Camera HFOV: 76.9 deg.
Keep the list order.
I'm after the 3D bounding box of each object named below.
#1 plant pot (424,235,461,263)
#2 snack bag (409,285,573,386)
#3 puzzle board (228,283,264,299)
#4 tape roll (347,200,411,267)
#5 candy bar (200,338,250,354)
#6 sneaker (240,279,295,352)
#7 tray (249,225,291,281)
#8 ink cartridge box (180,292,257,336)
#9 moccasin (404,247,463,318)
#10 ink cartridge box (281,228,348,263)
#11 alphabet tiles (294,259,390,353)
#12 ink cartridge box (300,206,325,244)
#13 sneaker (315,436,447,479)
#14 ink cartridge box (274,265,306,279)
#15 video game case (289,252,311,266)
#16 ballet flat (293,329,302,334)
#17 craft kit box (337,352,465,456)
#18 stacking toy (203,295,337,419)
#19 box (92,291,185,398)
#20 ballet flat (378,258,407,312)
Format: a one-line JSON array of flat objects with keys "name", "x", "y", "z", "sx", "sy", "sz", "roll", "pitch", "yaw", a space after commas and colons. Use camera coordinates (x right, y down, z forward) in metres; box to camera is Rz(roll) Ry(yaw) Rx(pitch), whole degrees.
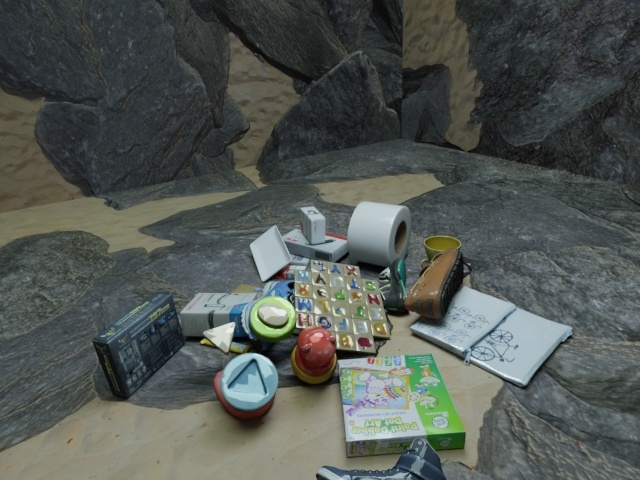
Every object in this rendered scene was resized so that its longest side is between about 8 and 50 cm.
[{"name": "plant pot", "x": 0.463, "y": 0.052, "z": 1.540, "sx": 0.134, "sy": 0.095, "sz": 0.134, "roll": -4, "pitch": 25, "yaw": 2}, {"name": "snack bag", "x": 0.490, "y": 0.256, "z": 1.163, "sx": 0.323, "sy": 0.037, "sz": 0.343, "roll": -23, "pitch": 31, "yaw": -36}, {"name": "puzzle board", "x": -0.262, "y": 0.193, "z": 1.449, "sx": 0.128, "sy": 0.011, "sz": 0.096, "roll": 9, "pitch": 27, "yaw": 25}, {"name": "tape roll", "x": 0.233, "y": -0.024, "z": 1.566, "sx": 0.169, "sy": 0.246, "sz": 0.246, "roll": 10, "pitch": 28, "yaw": 30}, {"name": "candy bar", "x": -0.279, "y": 0.308, "z": 1.192, "sx": 0.162, "sy": 0.018, "sz": 0.040, "roll": 7, "pitch": 27, "yaw": 24}, {"name": "sneaker", "x": -0.127, "y": 0.206, "z": 1.219, "sx": 0.147, "sy": 0.129, "sz": 0.330, "roll": -20, "pitch": 19, "yaw": 21}, {"name": "tray", "x": -0.200, "y": 0.053, "z": 1.630, "sx": 0.145, "sy": 0.030, "sz": 0.270, "roll": -36, "pitch": 37, "yaw": 4}, {"name": "ink cartridge box", "x": -0.313, "y": 0.230, "z": 1.268, "sx": 0.203, "sy": 0.085, "sz": 0.148, "roll": -1, "pitch": 17, "yaw": 7}, {"name": "moccasin", "x": 0.377, "y": 0.128, "z": 1.320, "sx": 0.147, "sy": 0.139, "sz": 0.380, "roll": 2, "pitch": 29, "yaw": 33}, {"name": "ink cartridge box", "x": 0.000, "y": 0.000, "z": 1.722, "sx": 0.275, "sy": 0.060, "sz": 0.239, "roll": 14, "pitch": 31, "yaw": 32}, {"name": "alphabet tiles", "x": 0.060, "y": 0.189, "z": 1.228, "sx": 0.285, "sy": 0.011, "sz": 0.342, "roll": 10, "pitch": 40, "yaw": -13}, {"name": "ink cartridge box", "x": -0.032, "y": -0.064, "z": 1.662, "sx": 0.063, "sy": 0.109, "sz": 0.150, "roll": -8, "pitch": 26, "yaw": -18}, {"name": "sneaker", "x": 0.120, "y": 0.434, "z": 0.752, "sx": 0.226, "sy": 0.086, "sz": 0.163, "roll": 17, "pitch": 42, "yaw": 20}, {"name": "ink cartridge box", "x": -0.116, "y": 0.122, "z": 1.556, "sx": 0.115, "sy": 0.029, "sz": 0.063, "roll": 2, "pitch": 26, "yaw": 13}, {"name": "video game case", "x": -0.120, "y": 0.051, "z": 1.721, "sx": 0.202, "sy": 0.023, "sz": 0.183, "roll": 4, "pitch": 26, "yaw": 19}, {"name": "ballet flat", "x": -0.016, "y": 0.256, "z": 1.221, "sx": 0.168, "sy": 0.052, "sz": 0.057, "roll": 1, "pitch": 24, "yaw": 12}, {"name": "craft kit box", "x": 0.172, "y": 0.372, "z": 0.941, "sx": 0.250, "sy": 0.060, "sz": 0.246, "roll": -5, "pitch": 27, "yaw": -1}, {"name": "stacking toy", "x": -0.132, "y": 0.257, "z": 1.000, "sx": 0.309, "sy": 0.130, "sz": 0.279, "roll": -25, "pitch": 60, "yaw": -25}, {"name": "box", "x": -0.481, "y": 0.275, "z": 1.097, "sx": 0.059, "sy": 0.183, "sz": 0.232, "roll": 6, "pitch": 27, "yaw": 21}, {"name": "ballet flat", "x": 0.247, "y": 0.145, "z": 1.381, "sx": 0.096, "sy": 0.095, "sz": 0.280, "roll": -11, "pitch": 23, "yaw": 14}]
